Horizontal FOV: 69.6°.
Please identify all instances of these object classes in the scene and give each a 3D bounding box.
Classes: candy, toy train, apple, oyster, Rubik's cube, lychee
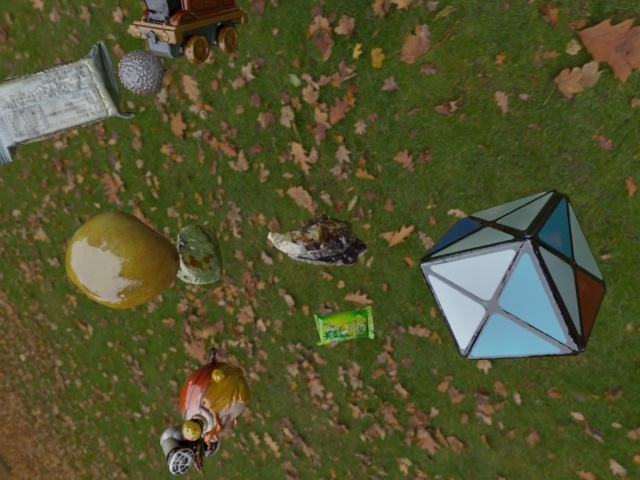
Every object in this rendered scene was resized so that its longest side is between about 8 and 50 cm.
[{"bbox_3d":[0.071,0.254,1.368,0.032,0.178,0.102,-139,44,-73],"label":"candy"},{"bbox_3d":[-0.347,-0.634,1.276,0.163,0.369,0.232,17,128,22],"label":"toy train"},{"bbox_3d":[-0.350,0.037,0.817,0.182,0.155,0.182,33,168,8],"label":"apple"},{"bbox_3d":[0.003,-0.008,1.494,0.275,0.271,0.100,28,129,17],"label":"oyster"},{"bbox_3d":[0.390,0.073,0.939,0.246,0.250,0.248,-21,101,47],"label":"Rubik's cube"},{"bbox_3d":[-0.654,-0.624,1.718,0.165,0.197,0.165,10,106,41],"label":"lychee"}]

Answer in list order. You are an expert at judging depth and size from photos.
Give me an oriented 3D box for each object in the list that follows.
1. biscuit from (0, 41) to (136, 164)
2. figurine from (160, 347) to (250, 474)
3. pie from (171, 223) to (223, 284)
[{"bbox_3d":[-0.590,-0.306,1.006,0.186,0.309,0.079,70,168,-17],"label":"biscuit"},{"bbox_3d":[-0.337,0.505,1.379,0.196,0.323,0.320,28,173,13],"label":"figurine"},{"bbox_3d":[-0.462,0.050,1.732,0.090,0.201,0.248,-44,54,49],"label":"pie"}]
